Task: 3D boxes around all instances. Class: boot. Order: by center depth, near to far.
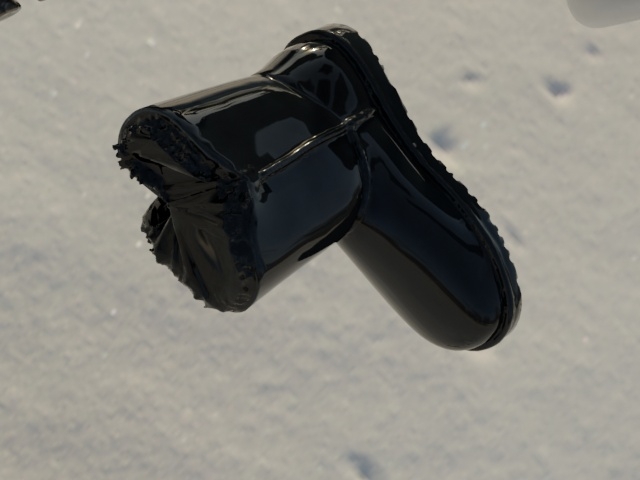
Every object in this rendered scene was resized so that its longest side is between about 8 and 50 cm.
[{"bbox_3d":[0.000,0.000,0.981,0.207,0.094,0.246,-37,98,-47],"label":"boot"}]

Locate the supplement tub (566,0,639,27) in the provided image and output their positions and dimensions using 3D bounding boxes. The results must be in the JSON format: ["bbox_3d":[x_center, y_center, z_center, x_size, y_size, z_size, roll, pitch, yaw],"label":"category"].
[{"bbox_3d":[0.260,-0.339,1.154,0.241,0.241,0.331,-20,97,-44],"label":"supplement tub"}]

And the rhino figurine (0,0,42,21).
[{"bbox_3d":[-0.133,-0.238,0.998,0.106,0.243,0.073,61,17,-5],"label":"rhino figurine"}]
